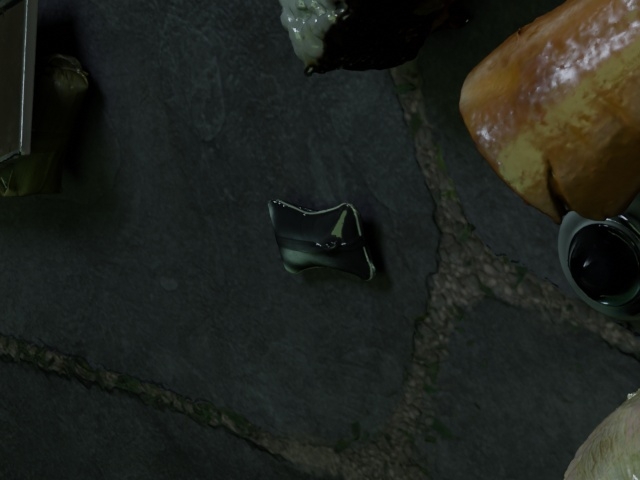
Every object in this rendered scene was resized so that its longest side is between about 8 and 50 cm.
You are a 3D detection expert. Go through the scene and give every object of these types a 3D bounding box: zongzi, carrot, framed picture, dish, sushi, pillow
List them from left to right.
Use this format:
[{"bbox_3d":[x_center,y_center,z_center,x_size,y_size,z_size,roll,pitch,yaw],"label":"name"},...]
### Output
[{"bbox_3d":[-0.414,-0.181,2.023,0.289,0.016,0.213,-15,71,57],"label":"framed picture"},{"bbox_3d":[-0.375,-0.189,2.054,0.204,0.094,0.205,51,130,35],"label":"zongzi"},{"bbox_3d":[0.001,-0.001,1.818,0.136,0.055,0.091,5,145,44],"label":"pillow"},{"bbox_3d":[0.057,-0.319,1.512,0.196,0.182,0.343,52,143,27],"label":"sushi"},{"bbox_3d":[0.273,0.023,1.563,0.141,0.078,0.141,19,122,34],"label":"dish"},{"bbox_3d":[0.263,-0.160,1.406,0.196,0.196,0.254,50,132,12],"label":"carrot"}]

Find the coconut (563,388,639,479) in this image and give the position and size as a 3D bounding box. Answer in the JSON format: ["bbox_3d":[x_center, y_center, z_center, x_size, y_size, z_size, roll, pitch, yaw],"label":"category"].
[{"bbox_3d":[0.360,0.266,1.479,0.297,0.254,0.297,20,124,33],"label":"coconut"}]
